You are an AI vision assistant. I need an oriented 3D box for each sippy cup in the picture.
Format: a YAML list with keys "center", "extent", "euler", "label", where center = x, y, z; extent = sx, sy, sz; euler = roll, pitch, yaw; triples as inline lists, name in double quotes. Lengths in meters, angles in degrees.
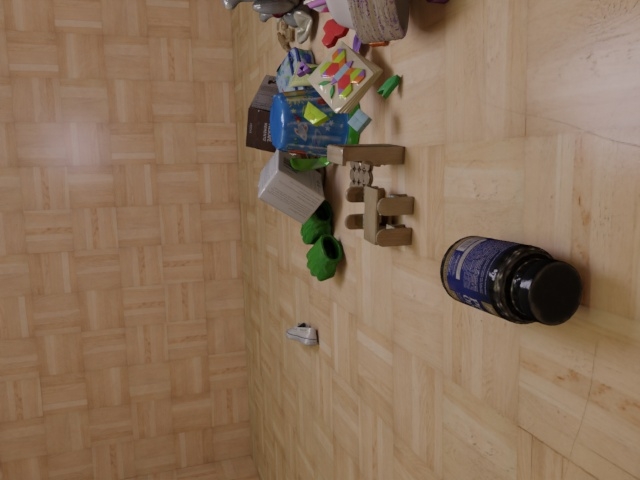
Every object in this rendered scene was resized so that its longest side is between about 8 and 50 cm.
- center: [-0.028, -0.349, 1.605]
  extent: [0.240, 0.224, 0.305]
  euler: [-145, 54, -67]
  label: "sippy cup"

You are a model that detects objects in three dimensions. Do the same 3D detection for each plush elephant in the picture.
- center: [-0.132, -0.819, 1.823]
  extent: [0.255, 0.330, 0.271]
  euler: [72, -162, -65]
  label: "plush elephant"

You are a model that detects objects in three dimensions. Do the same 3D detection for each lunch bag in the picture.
- center: [-0.079, -0.554, 1.914]
  extent: [0.176, 0.090, 0.219]
  euler: [-37, 58, 53]
  label: "lunch bag"

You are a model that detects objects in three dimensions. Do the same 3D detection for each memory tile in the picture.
- center: [0.114, -0.184, 1.546]
  extent: [0.148, 0.012, 0.113]
  euler: [-147, 55, -69]
  label: "memory tile"

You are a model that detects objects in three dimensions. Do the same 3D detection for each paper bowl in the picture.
- center: [0.092, -0.553, 1.114]
  extent: [0.284, 0.148, 0.284]
  euler: [0, -90, -71]
  label: "paper bowl"

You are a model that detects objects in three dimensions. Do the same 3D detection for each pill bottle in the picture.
- center: [0.296, 0.062, 0.862]
  extent: [0.219, 0.123, 0.122]
  euler: [-160, 67, -71]
  label: "pill bottle"

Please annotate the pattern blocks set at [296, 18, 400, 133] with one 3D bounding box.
- center: [0.057, -0.418, 1.382]
  extent: [0.325, 0.026, 0.285]
  euler: [38, 98, 38]
  label: "pattern blocks set"

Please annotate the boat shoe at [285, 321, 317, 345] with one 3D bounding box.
- center: [-0.068, 0.359, 2.140]
  extent: [0.226, 0.083, 0.075]
  euler: [2, 84, 61]
  label: "boat shoe"

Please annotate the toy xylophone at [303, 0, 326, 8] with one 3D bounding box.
- center: [0.055, -0.725, 1.310]
  extent: [0.236, 0.081, 0.322]
  euler: [-10, 79, 40]
  label: "toy xylophone"

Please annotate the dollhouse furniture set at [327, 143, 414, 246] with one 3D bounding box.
- center: [0.108, -0.112, 1.338]
  extent: [0.212, 0.161, 0.242]
  euler: [-145, 53, -67]
  label: "dollhouse furniture set"

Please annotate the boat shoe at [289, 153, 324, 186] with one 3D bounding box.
- center: [-0.055, -0.289, 1.867]
  extent: [0.122, 0.120, 0.324]
  euler: [-135, 45, -64]
  label: "boat shoe"

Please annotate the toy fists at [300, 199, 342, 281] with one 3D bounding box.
- center: [0.000, 0.000, 1.809]
  extent: [0.142, 0.096, 0.279]
  euler: [-51, 43, 46]
  label: "toy fists"

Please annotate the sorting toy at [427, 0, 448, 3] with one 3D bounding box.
- center: [0.239, -0.502, 0.916]
  extent: [0.365, 0.126, 0.127]
  euler: [180, 86, -71]
  label: "sorting toy"

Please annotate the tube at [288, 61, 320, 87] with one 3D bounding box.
- center: [-0.028, -0.532, 1.746]
  extent: [0.240, 0.070, 0.062]
  euler: [25, 144, 53]
  label: "tube"

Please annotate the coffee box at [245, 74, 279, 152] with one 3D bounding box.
- center: [-0.194, -0.491, 2.091]
  extent: [0.297, 0.119, 0.168]
  euler: [-78, 0, -49]
  label: "coffee box"

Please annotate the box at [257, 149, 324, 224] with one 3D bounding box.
- center: [-0.095, -0.177, 1.751]
  extent: [0.119, 0.182, 0.181]
  euler: [-50, 23, 24]
  label: "box"

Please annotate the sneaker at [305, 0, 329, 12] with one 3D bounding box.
- center: [-0.001, -0.791, 1.599]
  extent: [0.111, 0.103, 0.252]
  euler: [104, 157, -73]
  label: "sneaker"

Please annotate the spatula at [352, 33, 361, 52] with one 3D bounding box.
- center: [0.085, -0.637, 1.508]
  extent: [0.084, 0.030, 0.296]
  euler: [129, 134, -63]
  label: "spatula"

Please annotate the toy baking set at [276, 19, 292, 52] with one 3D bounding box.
- center: [-0.138, -0.872, 2.155]
  extent: [0.256, 0.030, 0.196]
  euler: [-115, 30, -47]
  label: "toy baking set"
